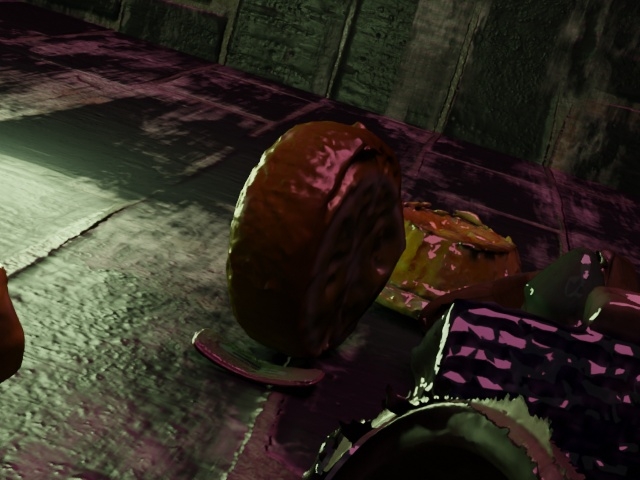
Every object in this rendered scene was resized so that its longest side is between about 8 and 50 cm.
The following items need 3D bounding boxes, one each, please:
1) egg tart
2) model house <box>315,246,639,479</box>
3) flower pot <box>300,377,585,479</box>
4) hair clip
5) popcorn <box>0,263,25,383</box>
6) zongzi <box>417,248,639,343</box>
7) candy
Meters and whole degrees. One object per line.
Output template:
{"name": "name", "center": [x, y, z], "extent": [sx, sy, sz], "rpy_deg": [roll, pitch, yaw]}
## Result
{"name": "egg tart", "center": [0.164, 0.027, 1.318], "extent": [0.315, 0.120, 0.315], "rpy_deg": [15, 16, -4]}
{"name": "model house", "center": [0.139, 0.144, 0.667], "extent": [0.243, 0.284, 0.298], "rpy_deg": [21, 17, -3]}
{"name": "flower pot", "center": [0.116, 0.229, 0.417], "extent": [0.259, 0.290, 0.290], "rpy_deg": [22, 14, -18]}
{"name": "hair clip", "center": [-0.064, 0.122, 0.964], "extent": [0.137, 0.022, 0.054], "rpy_deg": [18, 16, 7]}
{"name": "popcorn", "center": [-0.321, 0.078, 0.533], "extent": [0.297, 0.281, 0.316], "rpy_deg": [-16, 23, 43]}
{"name": "zongzi", "center": [0.228, 0.168, 0.995], "extent": [0.251, 0.274, 0.125], "rpy_deg": [-18, -17, 32]}
{"name": "candy", "center": [0.000, 0.000, 1.020], "extent": [0.118, 0.260, 0.260], "rpy_deg": [16, 15, 24]}
